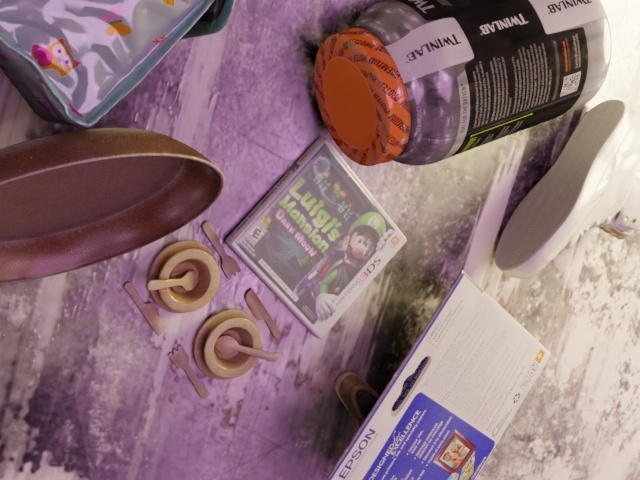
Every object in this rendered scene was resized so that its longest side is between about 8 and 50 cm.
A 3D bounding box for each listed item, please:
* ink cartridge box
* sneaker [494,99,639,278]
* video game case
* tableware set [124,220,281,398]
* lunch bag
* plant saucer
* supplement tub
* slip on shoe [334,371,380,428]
[{"bbox_3d":[0.151,0.211,1.358,0.303,0.072,0.307,-56,136,-5],"label":"ink cartridge box"},{"bbox_3d":[0.376,-0.032,1.442,0.169,0.108,0.292,44,78,-30],"label":"sneaker"},{"bbox_3d":[0.000,0.000,1.266,0.173,0.022,0.190,-48,123,-12],"label":"video game case"},{"bbox_3d":[-0.127,0.087,1.200,0.128,0.039,0.194,-39,121,-17],"label":"tableware set"},{"bbox_3d":[-0.186,-0.235,0.958,0.262,0.223,0.160,-46,112,-13],"label":"lunch bag"},{"bbox_3d":[-0.245,-0.032,0.972,0.310,0.310,0.050,-13,76,-29],"label":"plant saucer"},{"bbox_3d":[0.164,-0.203,1.207,0.316,0.193,0.193,-22,114,-26],"label":"supplement tub"},{"bbox_3d":[0.069,0.225,1.361,0.051,0.041,0.135,-43,122,-15],"label":"slip on shoe"}]
